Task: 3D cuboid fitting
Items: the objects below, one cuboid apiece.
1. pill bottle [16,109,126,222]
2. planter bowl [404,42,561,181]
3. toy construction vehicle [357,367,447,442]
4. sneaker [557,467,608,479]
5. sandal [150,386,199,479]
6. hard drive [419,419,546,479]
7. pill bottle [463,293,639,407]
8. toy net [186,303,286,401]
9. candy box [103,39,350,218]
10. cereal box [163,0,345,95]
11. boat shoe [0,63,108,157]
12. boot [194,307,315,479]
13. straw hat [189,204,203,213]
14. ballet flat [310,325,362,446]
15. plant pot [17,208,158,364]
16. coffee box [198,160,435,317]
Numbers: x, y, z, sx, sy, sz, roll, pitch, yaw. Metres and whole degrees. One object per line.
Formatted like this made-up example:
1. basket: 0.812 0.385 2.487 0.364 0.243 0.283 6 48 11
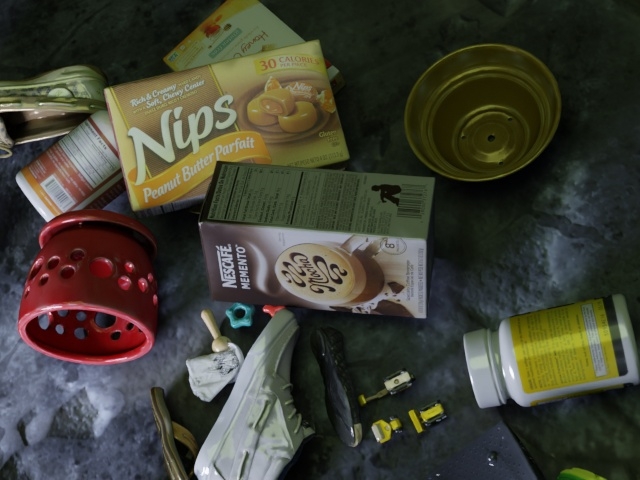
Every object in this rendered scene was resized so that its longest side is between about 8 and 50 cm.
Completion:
1. pill bottle: -0.335 -0.116 2.072 0.216 0.121 0.121 -38 61 -4
2. planter bowl: 0.232 -0.160 1.937 0.217 0.090 0.217 -7 65 14
3. toy construction vehicle: 0.108 0.219 1.833 0.098 0.035 0.086 -29 72 5
4. sneaker: 0.360 0.391 1.628 0.123 0.109 0.295 -35 60 -2
5. sandal: -0.192 0.275 1.883 0.049 0.072 0.180 -12 56 -13
6. hard drive: 0.227 0.366 1.675 0.172 0.054 0.255 -42 54 26
7. pill bottle: 0.294 0.144 1.758 0.208 0.119 0.119 -13 63 10
8. toy net: -0.110 0.121 1.939 0.122 0.045 0.232 11 71 16
9. candy box: -0.133 -0.158 1.982 0.316 0.087 0.183 -14 83 -4
10. cereal box: -0.102 -0.256 2.109 0.173 0.047 0.240 -44 61 -6
11. boat shoe: -0.466 -0.193 2.158 0.285 0.104 0.089 -17 59 8
12. boot: -0.058 0.227 1.856 0.123 0.095 0.258 23 78 14
13. straw hat: -0.111 -0.031 1.994 0.144 0.144 0.061 -10 101 12
14. ballet flat: 0.030 0.192 1.859 0.057 0.049 0.173 -42 55 46
15. plant pot: -0.320 0.059 1.947 0.191 0.191 0.174 -7 62 14
16. coffee box: 0.000 0.000 1.849 0.297 0.168 0.119 4 50 8
